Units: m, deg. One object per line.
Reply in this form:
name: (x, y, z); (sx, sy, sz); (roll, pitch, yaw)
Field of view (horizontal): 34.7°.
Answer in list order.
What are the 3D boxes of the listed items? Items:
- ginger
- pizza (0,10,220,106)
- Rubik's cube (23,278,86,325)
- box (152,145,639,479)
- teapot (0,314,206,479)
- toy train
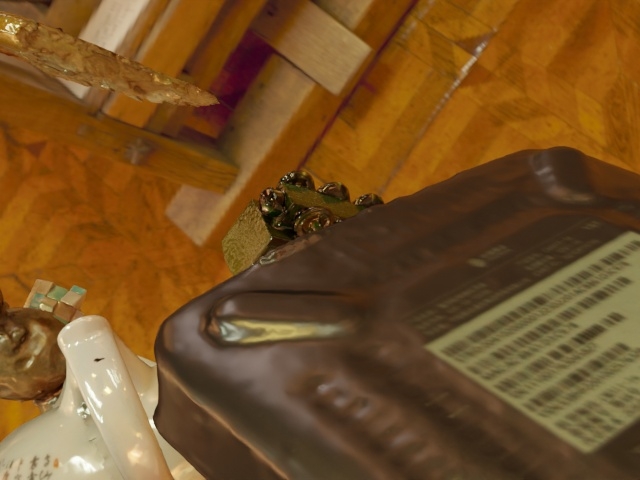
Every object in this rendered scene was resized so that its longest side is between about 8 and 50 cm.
ginger: (-0.241, 0.090, 0.827); (0.104, 0.204, 0.080); (-15, 43, 44)
pizza: (-0.216, -0.161, 0.951); (0.181, 0.262, 0.034); (19, 92, 53)
Rubik's cube: (-0.359, 0.096, 1.411); (0.073, 0.084, 0.075); (5, 85, 50)
box: (0.116, 0.062, 0.414); (0.289, 0.290, 0.073); (32, 133, 40)
teapot: (-0.120, 0.126, 0.659); (0.208, 0.299, 0.165); (-11, 72, -14)
toy train: (0.000, 0.000, 1.257); (0.137, 0.225, 0.090); (-52, 44, 25)
